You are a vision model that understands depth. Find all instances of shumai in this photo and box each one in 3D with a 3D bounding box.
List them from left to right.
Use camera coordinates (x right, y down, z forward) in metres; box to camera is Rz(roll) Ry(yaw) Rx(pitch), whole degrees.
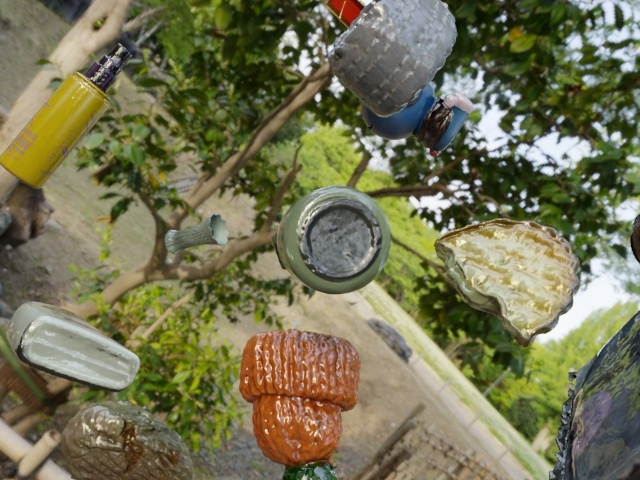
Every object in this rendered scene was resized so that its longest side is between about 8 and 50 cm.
[{"bbox_3d":[-0.453,0.469,1.399,0.346,0.217,0.283,42,10,-25],"label":"shumai"}]

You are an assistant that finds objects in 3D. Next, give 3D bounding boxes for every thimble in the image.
[{"bbox_3d":[0.135,-0.365,1.067,0.172,0.236,0.205,41,-6,-18],"label":"thimble"}]

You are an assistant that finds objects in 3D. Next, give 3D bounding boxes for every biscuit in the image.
[{"bbox_3d":[0.429,0.093,1.326,0.078,0.328,0.335,71,23,-51],"label":"biscuit"}]

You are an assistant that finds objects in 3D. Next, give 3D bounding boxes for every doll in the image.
[{"bbox_3d":[0.266,-0.398,1.707,0.309,0.240,0.284,30,-4,-4],"label":"doll"}]

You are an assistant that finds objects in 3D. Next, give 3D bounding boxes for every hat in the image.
[{"bbox_3d":[-0.061,0.413,1.311,0.285,0.401,0.285,7,-14,2],"label":"hat"}]

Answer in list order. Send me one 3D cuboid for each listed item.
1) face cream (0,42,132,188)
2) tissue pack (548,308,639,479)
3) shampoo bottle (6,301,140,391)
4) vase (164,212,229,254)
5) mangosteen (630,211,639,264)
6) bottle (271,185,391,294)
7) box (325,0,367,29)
[{"bbox_3d":[-0.411,-0.214,0.949,0.078,0.273,0.078,38,-5,4],"label":"face cream"},{"bbox_3d":[0.353,0.093,0.480,0.122,0.361,0.259,33,34,11],"label":"tissue pack"},{"bbox_3d":[-0.371,0.135,0.823,0.153,0.071,0.284,30,-11,-30],"label":"shampoo bottle"},{"bbox_3d":[-0.305,-0.010,1.386,0.081,0.148,0.081,46,36,-50],"label":"vase"},{"bbox_3d":[0.511,0.007,0.791,0.152,0.152,0.152,45,2,-2],"label":"mangosteen"},{"bbox_3d":[0.002,-0.001,1.003,0.168,0.168,0.347,44,-6,-7],"label":"bottle"},{"bbox_3d":[0.129,-0.477,1.328,0.153,0.074,0.240,13,36,-49],"label":"box"}]
